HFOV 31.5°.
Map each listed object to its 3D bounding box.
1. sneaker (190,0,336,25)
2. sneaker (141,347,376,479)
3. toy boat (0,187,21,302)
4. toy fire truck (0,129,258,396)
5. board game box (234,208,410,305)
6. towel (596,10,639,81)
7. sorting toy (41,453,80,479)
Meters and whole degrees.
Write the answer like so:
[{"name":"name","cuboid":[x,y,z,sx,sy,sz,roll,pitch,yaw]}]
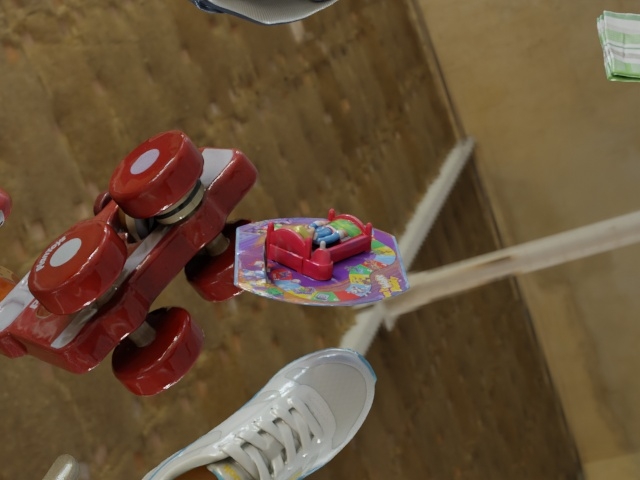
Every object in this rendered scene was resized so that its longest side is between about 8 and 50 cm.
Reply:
[{"name":"sneaker","cuboid":[-0.012,-0.205,0.608,0.163,0.226,0.086,33,158,37]},{"name":"sneaker","cuboid":[-0.047,0.172,0.911,0.087,0.228,0.092,53,174,-4]},{"name":"toy boat","cuboid":[-0.460,0.032,1.499,0.151,0.231,0.151,34,-141,0]},{"name":"toy fire truck","cuboid":[-0.213,0.012,1.217,0.302,0.254,0.169,-53,-55,-22]},{"name":"board game box","cuboid":[0.000,0.000,0.893,0.169,0.133,0.033,-97,10,-66]},{"name":"towel","cuboid":[0.402,-0.238,1.394,0.152,0.113,0.023,-80,-10,-52]},{"name":"sorting toy","cuboid":[-0.332,0.337,0.997,0.041,0.229,0.307,37,-128,-7]}]
